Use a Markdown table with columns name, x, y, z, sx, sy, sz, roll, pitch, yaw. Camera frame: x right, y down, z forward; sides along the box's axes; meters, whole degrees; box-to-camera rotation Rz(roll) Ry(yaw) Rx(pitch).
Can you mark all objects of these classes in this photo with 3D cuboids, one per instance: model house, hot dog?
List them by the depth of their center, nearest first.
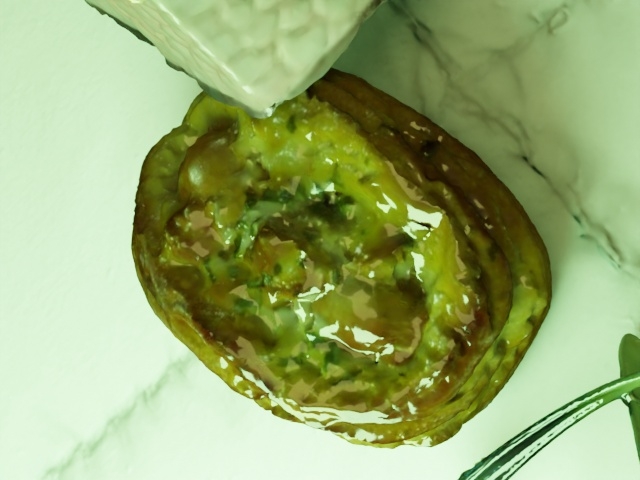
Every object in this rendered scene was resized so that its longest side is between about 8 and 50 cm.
| name | x | y | z | sx | sy | sz | roll | pitch | yaw |
| --- | --- | --- | --- | --- | --- | --- | --- | --- | --- |
| model house | -0.093 | -0.238 | 0.848 | 0.202 | 0.237 | 0.237 | -50 | 48 | -1 |
| hot dog | 0.000 | 0.000 | 0.898 | 0.272 | 0.122 | 0.196 | 37 | 97 | 19 |

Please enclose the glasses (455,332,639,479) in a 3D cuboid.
| name | x | y | z | sx | sy | sz | roll | pitch | yaw |
| --- | --- | --- | --- | --- | --- | --- | --- | --- | --- |
| glasses | 0.169 | 0.139 | 0.799 | 0.207 | 0.239 | 0.102 | -41 | 113 | -8 |
